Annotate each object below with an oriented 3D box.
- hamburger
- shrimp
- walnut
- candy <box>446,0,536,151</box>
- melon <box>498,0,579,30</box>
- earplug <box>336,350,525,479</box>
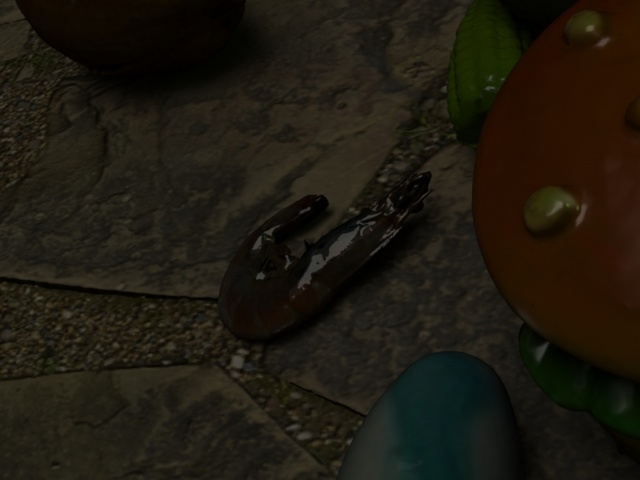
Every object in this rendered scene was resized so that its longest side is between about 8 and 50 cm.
[{"bbox_3d":[0.303,-0.019,0.829,0.396,0.277,0.396,-16,50,21],"label":"hamburger"},{"bbox_3d":[-0.001,-0.001,1.144,0.251,0.052,0.143,-33,45,6],"label":"shrimp"},{"bbox_3d":[-0.213,-0.290,1.380,0.336,0.209,0.209,15,66,38],"label":"walnut"},{"bbox_3d":[0.172,-0.176,1.148,0.097,0.097,0.209,-14,44,21],"label":"candy"},{"bbox_3d":[0.292,-0.288,1.050,0.329,0.248,0.248,0,57,28],"label":"melon"},{"bbox_3d":[0.075,0.227,0.870,0.185,0.185,0.324,-3,48,28],"label":"earplug"}]
